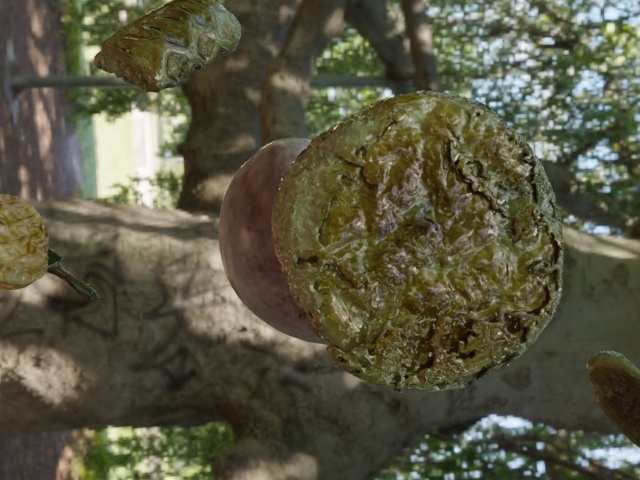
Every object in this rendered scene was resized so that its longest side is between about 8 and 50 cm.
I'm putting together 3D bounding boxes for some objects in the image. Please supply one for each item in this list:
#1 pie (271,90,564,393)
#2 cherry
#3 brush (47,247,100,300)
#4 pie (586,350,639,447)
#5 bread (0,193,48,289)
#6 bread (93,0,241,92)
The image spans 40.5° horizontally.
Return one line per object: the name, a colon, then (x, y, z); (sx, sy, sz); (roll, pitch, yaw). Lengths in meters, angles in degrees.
pie: (0.089, -0.004, 0.749); (0.055, 0.274, 0.274); (145, -59, -70)
cherry: (-0.009, -0.002, 1.299); (0.326, 0.335, 0.291); (5, -115, 61)
brush: (-0.417, 0.043, 1.347); (0.063, 0.193, 0.016); (-32, 146, -52)
pie: (0.222, 0.115, 0.619); (0.085, 0.017, 0.085); (51, -21, 27)
bread: (-0.289, -0.001, 0.793); (0.044, 0.083, 0.110); (-52, -139, 25)
bread: (-0.201, -0.272, 1.164); (0.232, 0.128, 0.088); (-45, 144, -50)
